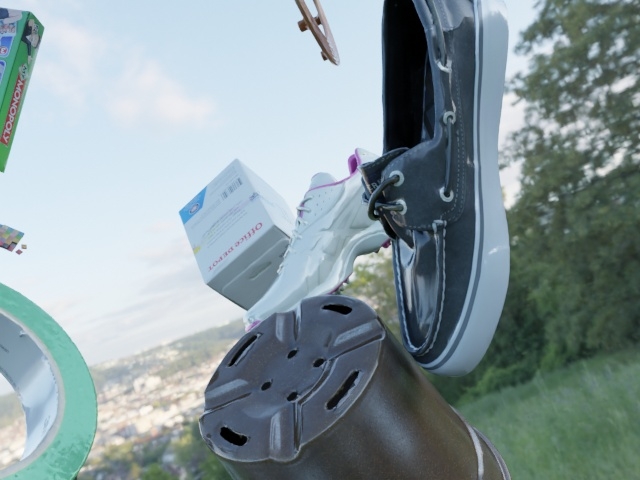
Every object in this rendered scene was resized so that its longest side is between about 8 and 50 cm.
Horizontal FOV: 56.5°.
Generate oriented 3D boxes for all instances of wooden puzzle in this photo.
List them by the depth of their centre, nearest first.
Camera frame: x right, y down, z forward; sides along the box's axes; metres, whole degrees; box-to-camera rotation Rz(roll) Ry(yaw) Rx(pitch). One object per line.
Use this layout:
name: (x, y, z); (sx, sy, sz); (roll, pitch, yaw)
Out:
wooden puzzle: (-0.578, -0.006, 1.095); (0.083, 0.049, 0.006); (26, -51, -16)

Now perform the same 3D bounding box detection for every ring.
ring: (-0.045, -0.501, 1.187); (0.032, 0.336, 0.336); (-22, -6, 14)

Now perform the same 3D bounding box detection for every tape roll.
tape roll: (-0.391, 0.160, 0.605); (0.077, 0.321, 0.321); (-46, -14, 18)

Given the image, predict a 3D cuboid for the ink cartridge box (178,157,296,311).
ink cartridge box: (-0.140, -0.004, 1.170); (0.171, 0.232, 0.168); (-40, -45, 9)

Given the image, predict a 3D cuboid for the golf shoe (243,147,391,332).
golf shoe: (0.000, 0.000, 0.780); (0.306, 0.140, 0.115); (-42, 1, -22)

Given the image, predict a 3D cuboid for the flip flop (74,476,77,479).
flip flop: (-0.463, 0.482, 1.040); (0.080, 0.277, 0.112); (-2, 32, -16)

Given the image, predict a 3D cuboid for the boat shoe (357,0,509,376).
boat shoe: (0.057, -0.041, 0.335); (0.076, 0.228, 0.080); (7, -3, -21)

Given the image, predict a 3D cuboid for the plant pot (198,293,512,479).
plant pot: (0.017, 0.135, 0.387); (0.167, 0.165, 0.167); (-25, 29, 15)

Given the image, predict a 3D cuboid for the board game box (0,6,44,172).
board game box: (-0.550, -0.219, 0.785); (0.317, 0.213, 0.046); (10, -9, 3)
